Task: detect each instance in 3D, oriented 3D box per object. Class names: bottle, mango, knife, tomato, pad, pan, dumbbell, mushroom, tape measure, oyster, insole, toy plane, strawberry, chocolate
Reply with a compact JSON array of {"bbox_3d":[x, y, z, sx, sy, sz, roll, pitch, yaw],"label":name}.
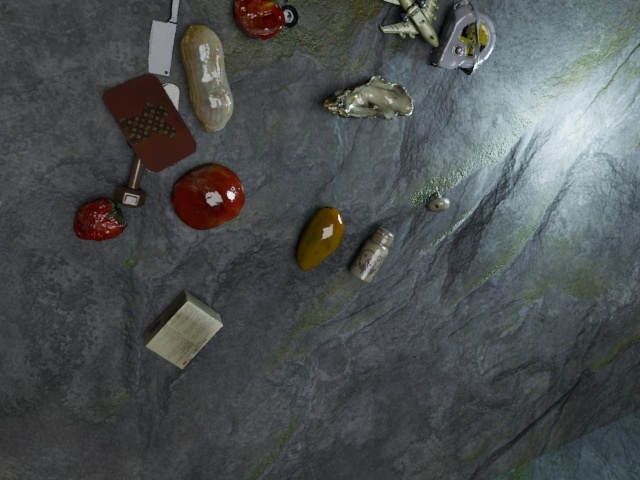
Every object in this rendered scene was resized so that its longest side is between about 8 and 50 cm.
[{"bbox_3d":[0.201,0.052,1.997,0.209,0.097,0.110,-59,150,6],"label":"bottle"},{"bbox_3d":[0.000,0.000,1.886,0.138,0.113,0.253,24,101,-27],"label":"mango"},{"bbox_3d":[-0.455,-0.605,1.539,0.072,0.019,0.245,8,107,-23],"label":"knife"},{"bbox_3d":[-0.186,-0.664,1.587,0.139,0.091,0.159,-40,91,-15],"label":"tomato"},{"bbox_3d":[-0.495,-0.345,1.557,0.181,0.004,0.267,-36,101,-27],"label":"pad"},{"bbox_3d":[-0.103,-0.717,1.635,0.068,0.023,0.115,-9,115,-18],"label":"pan"},{"bbox_3d":[-0.554,-0.216,1.603,0.092,0.082,0.231,12,104,-26],"label":"dumbbell"},{"bbox_3d":[0.453,-0.150,2.043,0.085,0.085,0.079,0,74,-22],"label":"mushroom"},{"bbox_3d":[0.504,-0.691,1.833,0.197,0.120,0.236,15,107,-19],"label":"tape measure"},{"bbox_3d":[-0.353,-0.134,1.681,0.233,0.139,0.200,-29,110,-10],"label":"tomato"},{"bbox_3d":[0.154,-0.469,1.783,0.341,0.110,0.166,-19,120,-18],"label":"oyster"},{"bbox_3d":[-0.467,-0.355,1.631,0.086,0.005,0.253,-3,109,-22],"label":"insole"},{"bbox_3d":[0.317,-0.737,1.747,0.229,0.092,0.244,-37,108,16],"label":"toy plane"},{"bbox_3d":[-0.667,-0.058,1.594,0.148,0.131,0.131,-24,116,-20],"label":"strawberry"},{"bbox_3d":[-0.332,-0.476,1.572,0.134,0.134,0.309,-12,112,-17],"label":"chocolate"}]

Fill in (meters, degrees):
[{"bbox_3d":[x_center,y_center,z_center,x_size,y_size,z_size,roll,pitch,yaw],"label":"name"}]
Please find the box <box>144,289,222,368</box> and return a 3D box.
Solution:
[{"bbox_3d":[-0.468,0.306,1.819,0.212,0.095,0.168,-47,117,0],"label":"box"}]
